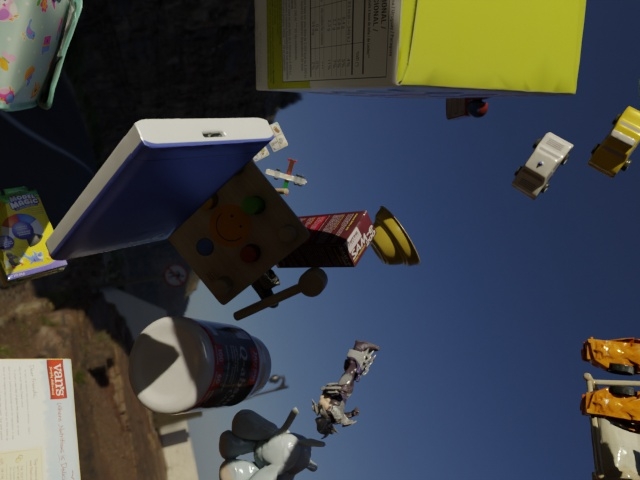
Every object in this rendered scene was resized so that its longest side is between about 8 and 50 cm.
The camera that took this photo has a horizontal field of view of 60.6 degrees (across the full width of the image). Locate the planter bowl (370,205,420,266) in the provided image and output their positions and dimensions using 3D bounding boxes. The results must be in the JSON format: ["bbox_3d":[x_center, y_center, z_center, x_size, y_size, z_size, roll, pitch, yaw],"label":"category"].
[{"bbox_3d":[0.205,0.008,1.670,0.217,0.090,0.217,58,-4,6],"label":"planter bowl"}]

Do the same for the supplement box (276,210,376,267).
[{"bbox_3d":[0.000,0.000,1.328,0.239,0.130,0.073,-3,-52,38],"label":"supplement box"}]

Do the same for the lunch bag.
[{"bbox_3d":[-0.510,-0.341,0.913,0.262,0.160,0.223,-117,-132,-75],"label":"lunch bag"}]

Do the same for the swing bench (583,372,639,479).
[{"bbox_3d":[0.714,0.486,1.282,0.254,0.165,0.253,66,29,-41],"label":"swing bench"}]

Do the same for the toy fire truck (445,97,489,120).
[{"bbox_3d":[0.387,-0.440,1.403,0.302,0.169,0.253,-125,-150,-79],"label":"toy fire truck"}]

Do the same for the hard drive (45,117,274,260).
[{"bbox_3d":[-0.237,-0.070,0.791,0.319,0.210,0.040,-34,-102,40],"label":"hard drive"}]

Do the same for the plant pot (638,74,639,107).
[{"bbox_3d":[0.508,-0.178,0.547,0.195,0.290,0.290,-24,107,-74],"label":"plant pot"}]

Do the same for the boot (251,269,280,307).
[{"bbox_3d":[-0.154,0.144,1.670,0.121,0.045,0.099,50,-44,-1],"label":"boot"}]

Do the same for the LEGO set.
[{"bbox_3d":[-0.157,-0.210,1.668,0.244,0.182,0.060,63,-3,-12],"label":"LEGO set"}]

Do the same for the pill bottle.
[{"bbox_3d":[-0.268,0.300,1.320,0.363,0.210,0.210,32,41,-67],"label":"pill bottle"}]

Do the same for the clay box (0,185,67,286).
[{"bbox_3d":[-0.666,-0.021,1.206,0.053,0.127,0.222,-32,-99,46],"label":"clay box"}]

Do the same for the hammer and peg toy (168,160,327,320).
[{"bbox_3d":[-0.165,0.016,1.186,0.361,0.266,0.127,52,8,-1],"label":"hammer and peg toy"}]

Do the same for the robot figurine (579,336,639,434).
[{"bbox_3d":[0.640,0.272,1.006,0.085,0.291,0.211,64,35,-67],"label":"robot figurine"}]

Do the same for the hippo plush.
[{"bbox_3d":[-0.133,0.583,1.548,0.234,0.294,0.236,45,-1,24],"label":"hippo plush"}]

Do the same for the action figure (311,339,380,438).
[{"bbox_3d":[0.064,0.408,1.483,0.285,0.099,0.185,-57,153,-34],"label":"action figure"}]

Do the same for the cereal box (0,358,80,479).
[{"bbox_3d":[-0.392,0.222,0.615,0.240,0.047,0.173,20,51,-56],"label":"cereal box"}]

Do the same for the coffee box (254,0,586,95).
[{"bbox_3d":[0.130,-0.372,0.753,0.334,0.338,0.338,19,-67,53],"label":"coffee box"}]

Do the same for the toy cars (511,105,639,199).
[{"bbox_3d":[0.716,-0.241,1.510,0.087,0.394,0.176,3,72,-65],"label":"toy cars"}]

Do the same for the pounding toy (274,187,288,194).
[{"bbox_3d":[-0.161,-0.040,1.585,0.183,0.110,0.236,21,-50,48],"label":"pounding toy"}]
